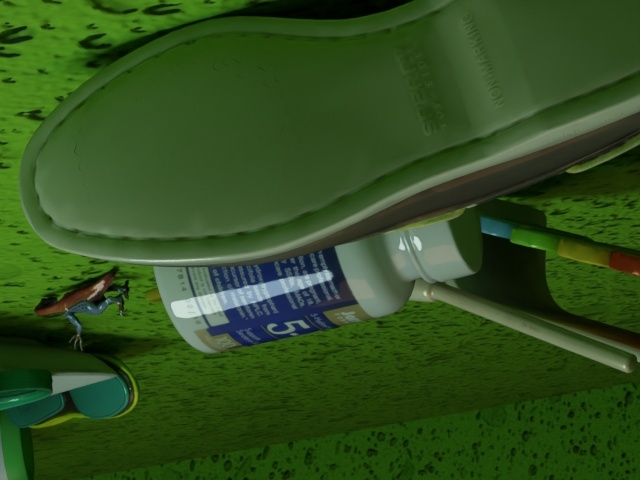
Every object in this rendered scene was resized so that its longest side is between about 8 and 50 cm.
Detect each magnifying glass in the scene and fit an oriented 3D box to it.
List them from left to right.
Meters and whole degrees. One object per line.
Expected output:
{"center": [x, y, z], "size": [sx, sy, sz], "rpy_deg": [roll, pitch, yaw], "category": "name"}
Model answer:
{"center": [-0.328, 0.156, 1.257], "size": [0.092, 0.026, 0.231], "rpy_deg": [0, 165, -36], "category": "magnifying glass"}

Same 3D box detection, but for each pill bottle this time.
{"center": [0.000, 0.000, 0.829], "size": [0.186, 0.112, 0.112], "rpy_deg": [-14, 166, 20], "category": "pill bottle"}

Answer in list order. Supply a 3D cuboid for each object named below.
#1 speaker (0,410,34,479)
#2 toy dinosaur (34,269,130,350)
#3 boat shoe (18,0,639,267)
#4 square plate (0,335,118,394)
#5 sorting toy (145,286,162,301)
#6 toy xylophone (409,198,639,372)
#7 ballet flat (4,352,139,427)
{"center": [-0.508, 0.270, 1.624], "size": [0.296, 0.131, 0.131], "rpy_deg": [-8, 167, -6], "category": "speaker"}
{"center": [-0.201, 0.045, 1.100], "size": [0.082, 0.047, 0.090], "rpy_deg": [-1, 134, 4], "category": "toy dinosaur"}
{"center": [0.022, -0.054, 0.614], "size": [0.324, 0.117, 0.097], "rpy_deg": [-18, 163, 11], "category": "boat shoe"}
{"center": [-0.432, 0.139, 1.276], "size": [0.347, 0.049, 0.344], "rpy_deg": [-15, 166, 25], "category": "square plate"}
{"center": [0.002, 0.012, 1.029], "size": [0.274, 0.046, 0.132], "rpy_deg": [-2, 165, -32], "category": "sorting toy"}
{"center": [0.199, 0.032, 0.880], "size": [0.322, 0.081, 0.236], "rpy_deg": [16, -176, 40], "category": "toy xylophone"}
{"center": [-0.259, 0.157, 1.456], "size": [0.231, 0.077, 0.077], "rpy_deg": [-17, -174, 42], "category": "ballet flat"}
